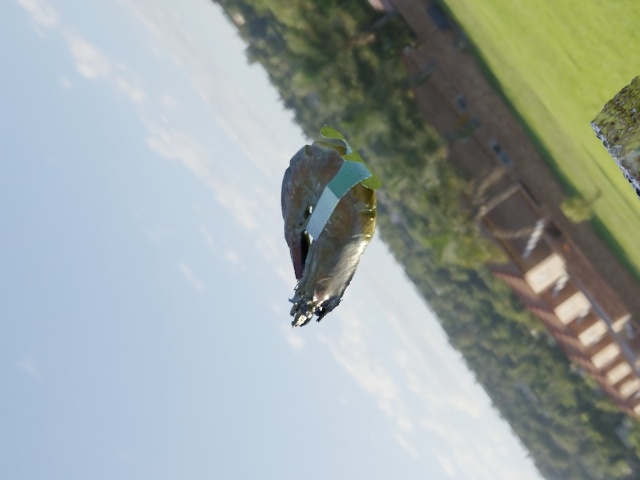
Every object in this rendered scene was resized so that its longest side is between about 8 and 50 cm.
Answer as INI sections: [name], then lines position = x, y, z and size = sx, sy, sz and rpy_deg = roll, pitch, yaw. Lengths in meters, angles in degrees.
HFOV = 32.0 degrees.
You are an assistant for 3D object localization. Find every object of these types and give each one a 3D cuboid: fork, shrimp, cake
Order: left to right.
[shrimp]
position = 0.000, 0.000, 0.975
size = 0.101, 0.190, 0.042
rpy_deg = 33, -143, 29
[fork]
position = 0.008, -0.027, 0.595
size = 0.039, 0.021, 0.235
rpy_deg = 54, 173, 3
[cake]
position = 0.287, -0.109, 0.944
size = 0.135, 0.112, 0.246
rpy_deg = 45, -161, -35
